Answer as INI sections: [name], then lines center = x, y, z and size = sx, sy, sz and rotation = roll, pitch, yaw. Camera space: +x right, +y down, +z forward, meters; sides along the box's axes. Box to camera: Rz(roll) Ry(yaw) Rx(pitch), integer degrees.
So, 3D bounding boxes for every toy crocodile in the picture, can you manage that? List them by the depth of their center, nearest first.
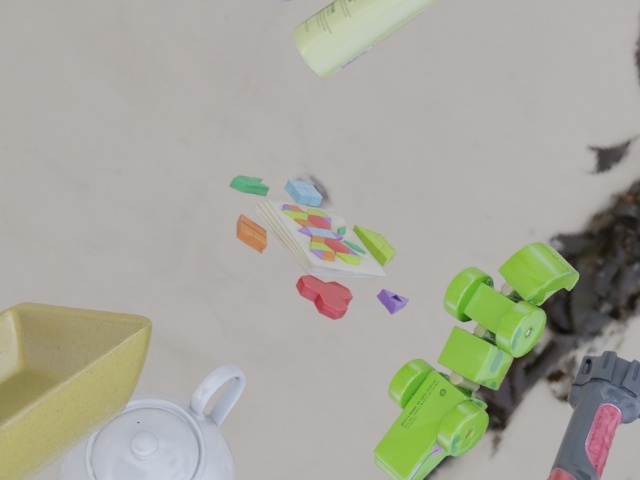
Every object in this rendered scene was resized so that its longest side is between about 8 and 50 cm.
[toy crocodile]
center = 0.181, 0.149, 1.528
size = 0.105, 0.115, 0.340
rotation = 28, 94, -52

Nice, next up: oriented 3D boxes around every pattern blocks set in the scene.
[pattern blocks set]
center = 0.000, 0.000, 1.865
size = 0.285, 0.325, 0.026
rotation = -1, 127, -49

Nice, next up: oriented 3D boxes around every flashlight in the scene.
[flashlight]
center = 0.343, 0.269, 1.584
size = 0.103, 0.103, 0.304
rotation = 52, 45, -18

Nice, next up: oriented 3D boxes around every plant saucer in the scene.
[plant saucer]
center = -0.347, 0.185, 1.240
size = 0.333, 0.333, 0.081
rotation = -35, 110, -30

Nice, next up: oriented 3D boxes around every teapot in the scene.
[teapot]
center = -0.222, 0.293, 1.668
size = 0.252, 0.256, 0.187
rotation = 1, 147, -6

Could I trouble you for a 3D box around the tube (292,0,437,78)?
[tube]
center = 0.083, -0.246, 1.235
size = 0.240, 0.070, 0.062
rotation = -31, 167, 22
